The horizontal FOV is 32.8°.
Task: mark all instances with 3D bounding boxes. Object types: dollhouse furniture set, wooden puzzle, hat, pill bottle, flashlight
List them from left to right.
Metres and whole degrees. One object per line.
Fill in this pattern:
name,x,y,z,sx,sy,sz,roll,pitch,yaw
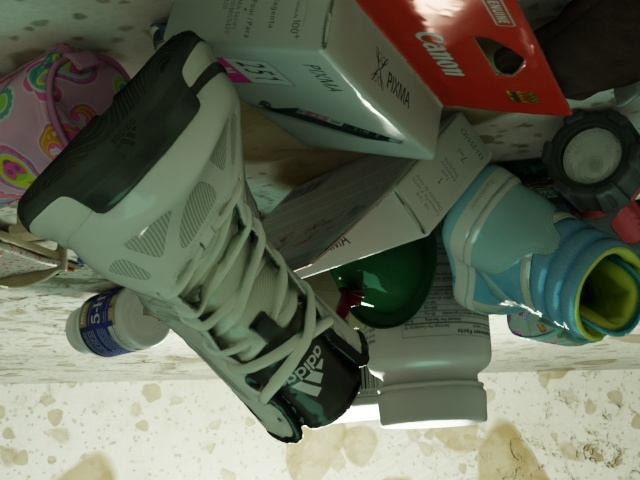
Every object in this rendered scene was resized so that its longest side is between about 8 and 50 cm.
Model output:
dollhouse furniture set,-0.455,0.089,1.485,0.355,0.174,0.303,-7,166,17
wooden puzzle,-0.403,0.041,1.635,0.116,0.014,0.078,-13,164,35
pill bottle,-0.349,0.140,1.850,0.112,0.112,0.186,10,161,-44
hat,0.017,0.019,1.250,0.183,0.173,0.208,1,173,-39
pill bottle,0.133,0.091,1.379,0.160,0.283,0.160,-2,167,-1
flashlight,0.332,-0.043,1.190,0.103,0.103,0.304,36,-177,34

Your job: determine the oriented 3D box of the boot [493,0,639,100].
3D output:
boot,0.206,-0.155,0.779,0.248,0.090,0.206,7,162,-43

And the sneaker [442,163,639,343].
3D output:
sneaker,0.252,0.054,1.181,0.208,0.127,0.319,34,175,24

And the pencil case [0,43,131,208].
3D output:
pencil case,-0.293,-0.082,0.934,0.284,0.124,0.124,-10,165,30

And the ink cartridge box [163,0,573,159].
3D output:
ink cartridge box,0.051,-0.123,0.837,0.238,0.060,0.275,9,172,23

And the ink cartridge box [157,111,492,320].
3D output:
ink cartridge box,0.000,0.000,1.120,0.296,0.066,0.261,-21,-160,52

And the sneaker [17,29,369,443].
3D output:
sneaker,-0.050,0.018,0.781,0.257,0.169,0.447,42,172,0

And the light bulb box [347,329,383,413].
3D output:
light bulb box,0.096,0.206,1.978,0.357,0.225,0.361,-6,165,12

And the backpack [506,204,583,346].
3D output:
backpack,0.305,0.043,1.419,0.144,0.189,0.166,4,165,-28

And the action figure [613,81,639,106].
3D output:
action figure,0.465,-0.069,0.993,0.341,0.179,0.330,30,-163,37

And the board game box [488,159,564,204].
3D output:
board game box,0.290,-0.070,1.294,0.186,0.026,0.126,-4,167,5

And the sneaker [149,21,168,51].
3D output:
sneaker,-0.104,-0.133,0.878,0.052,0.058,0.135,-4,166,4

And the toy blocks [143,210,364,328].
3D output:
toy blocks,-0.107,0.065,1.526,0.381,0.191,0.261,6,175,-31
